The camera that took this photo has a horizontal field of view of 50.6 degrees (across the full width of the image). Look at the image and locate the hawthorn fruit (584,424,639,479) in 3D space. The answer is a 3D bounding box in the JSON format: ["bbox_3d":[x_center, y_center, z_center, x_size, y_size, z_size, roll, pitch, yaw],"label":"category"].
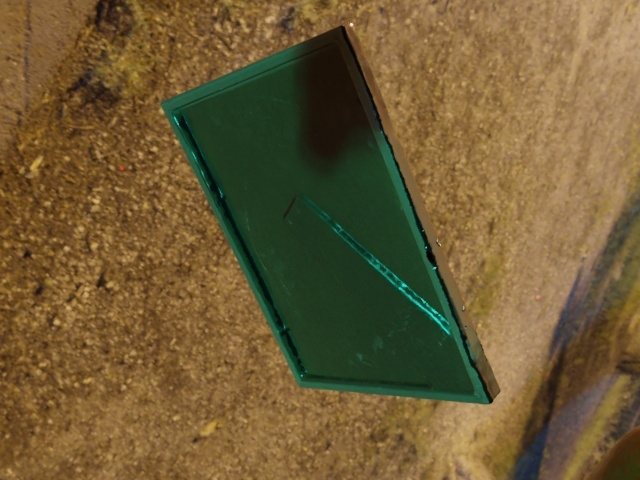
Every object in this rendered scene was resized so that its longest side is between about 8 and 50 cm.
[{"bbox_3d":[0.368,0.337,0.667,0.301,0.267,0.267,-56,149,3],"label":"hawthorn fruit"}]

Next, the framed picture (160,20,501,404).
[{"bbox_3d":[0.000,0.000,0.614,0.022,0.247,0.335,-39,111,-40],"label":"framed picture"}]
